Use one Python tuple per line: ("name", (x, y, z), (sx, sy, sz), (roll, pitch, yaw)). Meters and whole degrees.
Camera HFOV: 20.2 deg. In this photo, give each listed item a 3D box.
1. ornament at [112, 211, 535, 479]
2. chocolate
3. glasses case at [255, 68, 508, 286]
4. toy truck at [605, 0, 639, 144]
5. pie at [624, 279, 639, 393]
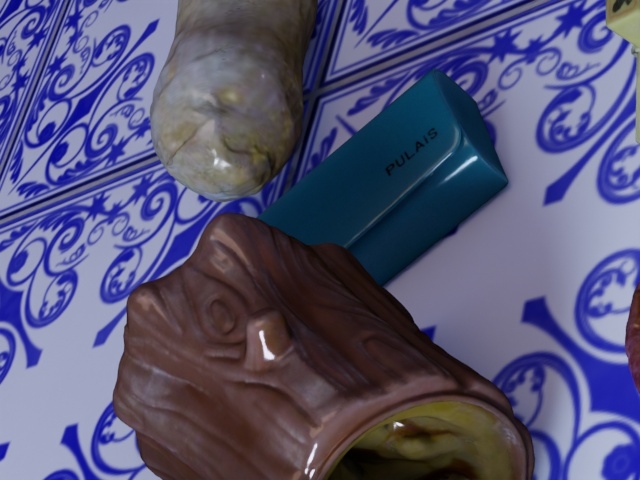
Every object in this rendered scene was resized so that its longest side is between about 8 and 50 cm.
("ornament", (0.010, 0.121, 1.127), (0.217, 0.221, 0.235), (38, 130, 54))
("chocolate", (-0.073, -0.152, 1.551), (0.134, 0.134, 0.309), (-29, 37, 31))
("glasses case", (0.000, 0.001, 1.364), (0.301, 0.070, 0.117), (-39, 35, 17))
("toy truck", (0.259, -0.178, 1.168), (0.157, 0.124, 0.272), (-36, 37, 41))
("pie", (0.253, 0.042, 1.021), (0.182, 0.049, 0.182), (-27, 39, 25))
